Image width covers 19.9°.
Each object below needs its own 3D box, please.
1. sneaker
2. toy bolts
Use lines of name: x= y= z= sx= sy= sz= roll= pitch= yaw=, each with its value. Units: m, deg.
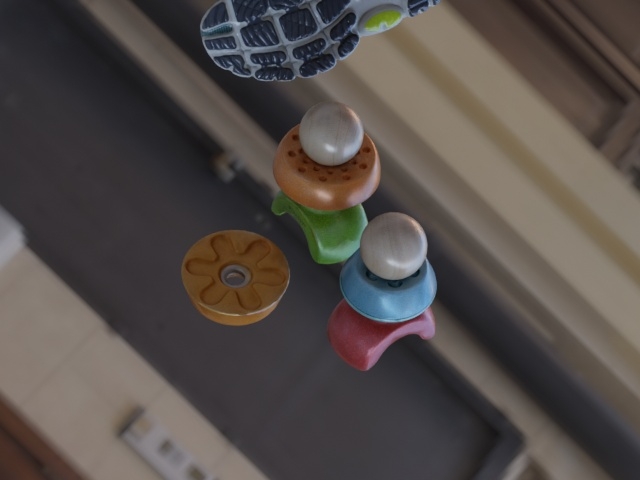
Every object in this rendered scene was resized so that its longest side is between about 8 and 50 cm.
sneaker: x=0.006 y=-0.234 z=1.776 sx=0.275 sy=0.107 sz=0.110 roll=-23 pitch=-155 yaw=-18
toy bolts: x=0.000 y=0.000 z=1.666 sx=0.218 sy=0.228 sz=0.158 roll=-30 pitch=149 yaw=-26
